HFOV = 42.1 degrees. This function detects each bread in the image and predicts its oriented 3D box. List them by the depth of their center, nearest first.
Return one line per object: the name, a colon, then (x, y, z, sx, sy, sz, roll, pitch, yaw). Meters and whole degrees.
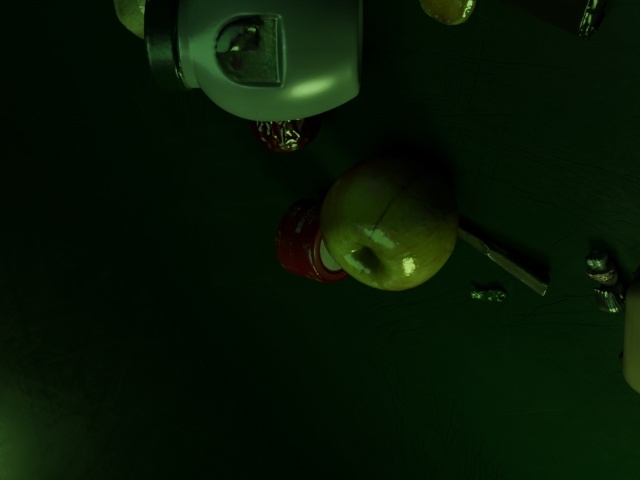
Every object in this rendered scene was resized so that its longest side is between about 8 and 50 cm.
bread: (0.201, -0.395, 1.332, 0.110, 0.024, 0.110, 32, 151, 20)

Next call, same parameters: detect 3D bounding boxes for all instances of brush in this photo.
brush: (0.363, 0.025, 1.693, 0.248, 0.036, 0.043, 37, 148, 27)

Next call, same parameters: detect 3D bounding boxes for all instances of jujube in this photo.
jujube: (-0.087, -0.295, 1.716, 0.155, 0.155, 0.230, 15, 139, 43)

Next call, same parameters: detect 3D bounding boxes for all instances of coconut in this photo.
coconut: (-0.339, -0.501, 1.736, 0.194, 0.194, 0.194, 32, 150, 21)

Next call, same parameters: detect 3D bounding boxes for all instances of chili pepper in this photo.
chili pepper: (0.370, 0.118, 1.818, 0.091, 0.034, 0.030, -1, 96, 54)

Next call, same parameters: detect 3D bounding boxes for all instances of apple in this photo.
apple: (0.142, -0.040, 1.675, 0.286, 0.233, 0.286, 28, 145, 22)

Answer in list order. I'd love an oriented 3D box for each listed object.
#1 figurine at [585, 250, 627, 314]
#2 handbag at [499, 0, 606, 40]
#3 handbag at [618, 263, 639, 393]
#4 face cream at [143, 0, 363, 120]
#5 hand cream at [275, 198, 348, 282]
figurine: (0.522, 0.082, 1.535, 0.072, 0.054, 0.129, 2, 130, 57)
handbag: (0.297, -0.410, 1.138, 0.247, 0.080, 0.223, 31, 157, 18)
handbag: (0.654, 0.168, 1.387, 0.283, 0.149, 0.301, 24, 145, 37)
face cream: (-0.108, -0.363, 1.460, 0.357, 0.219, 0.312, 2, 121, 6)
hand cream: (0.000, 0.000, 1.963, 0.125, 0.193, 0.193, 13, 139, 41)
